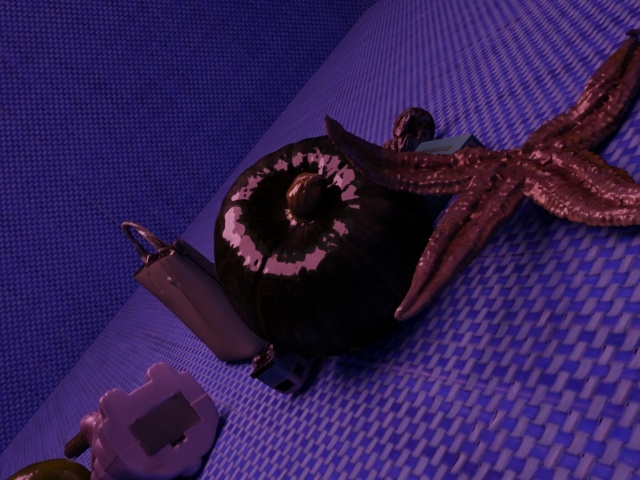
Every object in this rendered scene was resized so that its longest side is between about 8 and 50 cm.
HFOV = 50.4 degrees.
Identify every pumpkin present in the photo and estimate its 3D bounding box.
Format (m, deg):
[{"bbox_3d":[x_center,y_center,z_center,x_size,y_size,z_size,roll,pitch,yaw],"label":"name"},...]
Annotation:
[{"bbox_3d":[0.000,0.000,0.884,0.300,0.207,0.300,-9,57,14],"label":"pumpkin"}]

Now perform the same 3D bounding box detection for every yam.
[{"bbox_3d":[-0.598,0.501,1.686,0.094,0.043,0.043,-40,18,24],"label":"yam"}]

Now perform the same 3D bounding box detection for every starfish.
[{"bbox_3d":[0.209,-0.094,0.724,0.398,0.132,0.384,-7,30,7],"label":"starfish"}]

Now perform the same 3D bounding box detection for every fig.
[{"bbox_3d":[-0.467,0.478,1.145,0.235,0.203,0.203,-45,12,53],"label":"fig"}]

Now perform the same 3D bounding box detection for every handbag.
[{"bbox_3d":[-0.236,0.088,1.197,0.241,0.315,0.109,-24,31,57],"label":"handbag"}]

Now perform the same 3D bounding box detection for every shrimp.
[{"bbox_3d":[0.123,-0.137,1.221,0.233,0.079,0.090,-52,11,4],"label":"shrimp"}]

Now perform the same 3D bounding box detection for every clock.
[{"bbox_3d":[-0.300,0.331,1.105,0.254,0.189,0.189,-42,16,43],"label":"clock"}]

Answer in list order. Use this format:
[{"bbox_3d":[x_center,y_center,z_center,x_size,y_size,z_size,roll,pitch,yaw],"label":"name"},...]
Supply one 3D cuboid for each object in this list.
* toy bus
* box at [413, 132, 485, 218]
[{"bbox_3d":[-0.041,0.153,0.965,0.060,0.075,0.123,-41,16,42],"label":"toy bus"},{"bbox_3d":[0.140,-0.064,1.060,0.229,0.041,0.162,-52,16,-9],"label":"box"}]
